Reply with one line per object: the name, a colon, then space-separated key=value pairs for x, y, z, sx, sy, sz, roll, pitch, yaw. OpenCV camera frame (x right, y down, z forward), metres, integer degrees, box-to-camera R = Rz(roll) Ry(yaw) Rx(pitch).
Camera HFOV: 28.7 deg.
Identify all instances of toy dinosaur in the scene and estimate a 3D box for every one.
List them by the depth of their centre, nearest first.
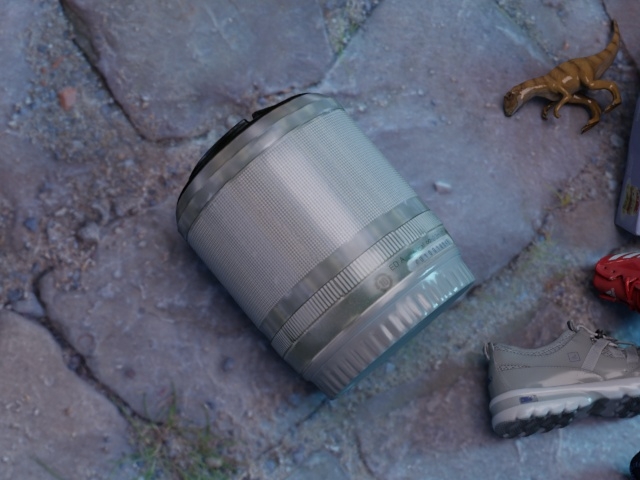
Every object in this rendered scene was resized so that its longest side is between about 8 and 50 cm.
toy dinosaur: x=0.325 y=-0.202 z=1.537 sx=0.211 sy=0.064 sz=0.112 roll=-28 pitch=77 yaw=-19

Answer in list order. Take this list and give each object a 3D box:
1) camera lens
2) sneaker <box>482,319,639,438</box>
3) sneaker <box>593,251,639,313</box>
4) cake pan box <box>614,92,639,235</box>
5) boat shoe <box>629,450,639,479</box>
camera lens: x=0.000 y=0.000 z=1.315 sx=0.219 sy=0.219 sz=0.274 roll=-37 pitch=81 yaw=-20
sneaker: x=0.314 y=0.134 z=1.392 sx=0.281 sy=0.105 sz=0.115 roll=-7 pitch=65 yaw=-17
sneaker: x=0.366 y=0.076 z=1.399 sx=0.128 sy=0.221 sz=0.087 roll=-2 pitch=109 yaw=22
cake pan box: x=0.495 y=-0.127 z=1.478 sx=0.245 sy=0.070 sz=0.267 roll=7 pitch=101 yaw=-11
boat shoe: x=0.421 y=0.336 z=1.341 sx=0.089 sy=0.109 sz=0.258 roll=-39 pitch=80 yaw=-17
